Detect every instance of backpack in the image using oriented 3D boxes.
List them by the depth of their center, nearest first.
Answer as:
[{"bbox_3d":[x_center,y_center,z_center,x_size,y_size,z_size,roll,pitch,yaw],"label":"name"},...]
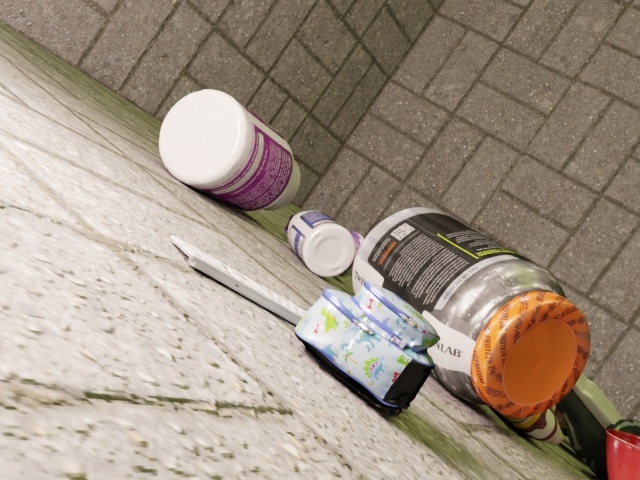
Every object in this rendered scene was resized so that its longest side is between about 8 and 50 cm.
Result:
[{"bbox_3d":[0.044,0.083,0.633,0.114,0.084,0.105,33,0,16],"label":"backpack"}]

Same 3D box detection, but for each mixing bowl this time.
[{"bbox_3d":[0.451,0.324,0.958,0.181,0.098,0.181,16,-2,1],"label":"mixing bowl"}]

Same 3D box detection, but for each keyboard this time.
[{"bbox_3d":[-0.035,0.065,0.729,0.256,0.014,0.072,34,3,-30],"label":"keyboard"}]

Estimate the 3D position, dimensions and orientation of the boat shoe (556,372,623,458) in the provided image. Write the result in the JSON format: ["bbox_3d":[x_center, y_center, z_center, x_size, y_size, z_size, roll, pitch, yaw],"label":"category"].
[{"bbox_3d":[0.394,0.236,1.292,0.319,0.099,0.116,52,23,17],"label":"boat shoe"}]

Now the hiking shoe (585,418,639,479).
[{"bbox_3d":[0.539,0.377,1.160,0.304,0.113,0.132,33,3,-34],"label":"hiking shoe"}]

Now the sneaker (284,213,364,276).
[{"bbox_3d":[0.000,0.000,1.501,0.104,0.095,0.236,25,3,-32],"label":"sneaker"}]

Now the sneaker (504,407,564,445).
[{"bbox_3d":[0.304,0.251,1.115,0.084,0.069,0.185,43,8,-9],"label":"sneaker"}]

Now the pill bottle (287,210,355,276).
[{"bbox_3d":[-0.005,-0.002,1.321,0.094,0.094,0.169,34,4,-22],"label":"pill bottle"}]

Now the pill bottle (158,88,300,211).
[{"bbox_3d":[-0.149,-0.147,1.347,0.169,0.169,0.301,36,3,23],"label":"pill bottle"}]

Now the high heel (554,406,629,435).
[{"bbox_3d":[0.543,0.317,1.344,0.082,0.117,0.244,45,-28,-27],"label":"high heel"}]

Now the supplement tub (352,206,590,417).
[{"bbox_3d":[0.202,0.093,1.045,0.207,0.207,0.338,33,3,-30],"label":"supplement tub"}]
